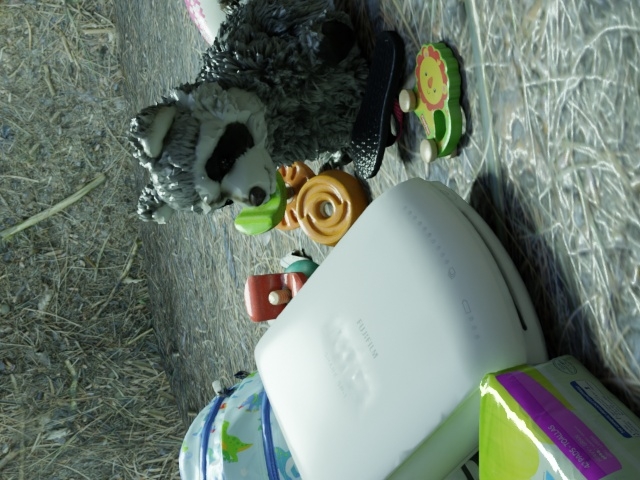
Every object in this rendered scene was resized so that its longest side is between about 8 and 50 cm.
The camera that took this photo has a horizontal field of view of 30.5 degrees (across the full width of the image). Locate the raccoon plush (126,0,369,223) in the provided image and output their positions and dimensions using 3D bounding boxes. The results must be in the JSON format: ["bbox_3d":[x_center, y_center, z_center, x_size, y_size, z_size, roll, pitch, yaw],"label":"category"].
[{"bbox_3d":[-0.134,-0.183,1.455,0.446,0.299,0.216,46,153,55],"label":"raccoon plush"}]

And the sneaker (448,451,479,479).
[{"bbox_3d":[0.097,0.440,1.262,0.169,0.258,0.447,-156,55,-72],"label":"sneaker"}]

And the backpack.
[{"bbox_3d":[-0.034,0.284,1.500,0.355,0.273,0.290,-153,53,-84],"label":"backpack"}]

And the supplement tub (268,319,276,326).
[{"bbox_3d":[-0.041,0.132,1.881,0.107,0.071,0.071,-137,37,-65],"label":"supplement tub"}]

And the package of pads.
[{"bbox_3d":[0.219,0.269,0.978,0.229,0.101,0.296,-130,31,-60],"label":"package of pads"}]

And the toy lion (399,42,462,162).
[{"bbox_3d":[0.116,-0.141,1.160,0.096,0.034,0.100,119,137,-57],"label":"toy lion"}]

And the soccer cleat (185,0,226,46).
[{"bbox_3d":[-0.152,-0.437,1.723,0.143,0.116,0.331,-173,72,-75],"label":"soccer cleat"}]

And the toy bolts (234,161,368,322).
[{"bbox_3d":[0.000,0.000,1.599,0.218,0.158,0.228,2,96,33],"label":"toy bolts"}]

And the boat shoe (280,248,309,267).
[{"bbox_3d":[-0.038,0.031,1.870,0.100,0.035,0.035,-148,74,-75],"label":"boat shoe"}]

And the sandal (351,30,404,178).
[{"bbox_3d":[0.074,-0.146,1.307,0.067,0.040,0.179,51,136,48],"label":"sandal"}]

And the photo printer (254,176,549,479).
[{"bbox_3d":[0.078,0.110,1.152,0.307,0.107,0.256,-51,48,32],"label":"photo printer"}]
